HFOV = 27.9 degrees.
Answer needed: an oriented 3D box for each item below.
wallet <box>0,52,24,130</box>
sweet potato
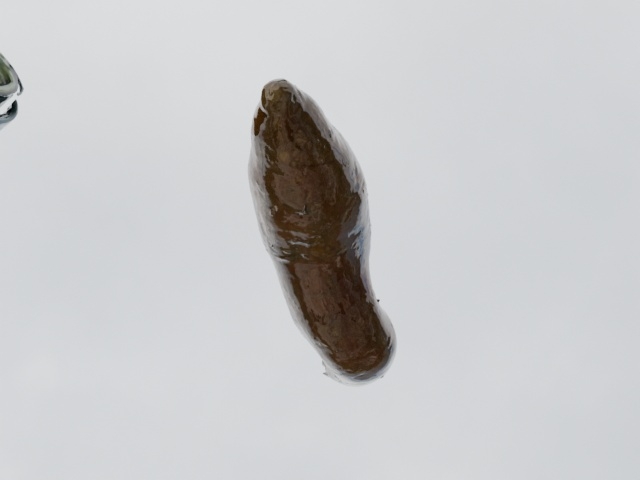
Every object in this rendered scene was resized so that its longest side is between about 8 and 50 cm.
[{"bbox_3d":[-0.286,-0.025,0.609,0.250,0.075,0.176,-36,-25,19],"label":"wallet"},{"bbox_3d":[0.002,0.001,0.593,0.058,0.055,0.202,-52,-38,-32],"label":"sweet potato"}]
